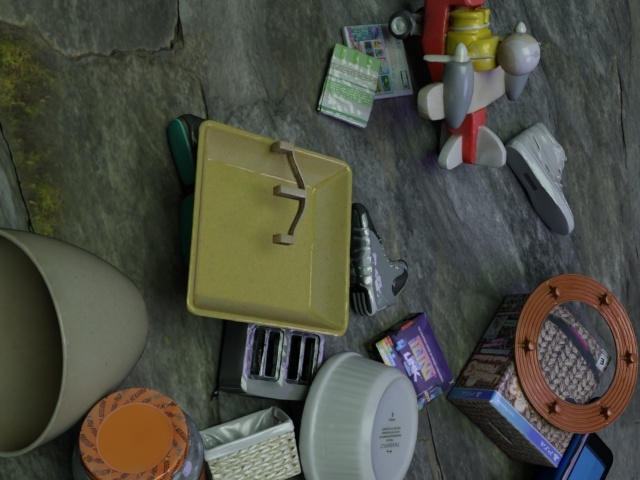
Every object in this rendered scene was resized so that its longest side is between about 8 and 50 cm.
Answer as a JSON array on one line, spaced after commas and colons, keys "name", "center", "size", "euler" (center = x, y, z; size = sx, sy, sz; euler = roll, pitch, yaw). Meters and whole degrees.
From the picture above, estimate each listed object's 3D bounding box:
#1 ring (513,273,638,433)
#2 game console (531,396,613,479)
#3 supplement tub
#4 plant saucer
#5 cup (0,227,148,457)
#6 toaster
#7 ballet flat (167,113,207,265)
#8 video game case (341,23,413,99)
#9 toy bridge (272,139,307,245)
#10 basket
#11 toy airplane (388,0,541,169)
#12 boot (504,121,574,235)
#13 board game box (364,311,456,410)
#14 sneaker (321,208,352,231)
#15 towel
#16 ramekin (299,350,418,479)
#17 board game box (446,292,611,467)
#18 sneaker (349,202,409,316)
[{"name": "ring", "center": [0.548, 0.234, 1.854], "size": [0.336, 0.032, 0.337], "euler": [5, 79, -25]}, {"name": "game console", "center": [0.570, 0.525, 1.934], "size": [0.173, 0.250, 0.293], "euler": [33, 66, 6]}, {"name": "supplement tub", "center": [-0.272, 0.366, 1.354], "size": [0.193, 0.316, 0.194], "euler": [3, 52, -4]}, {"name": "plant saucer", "center": [-0.098, -0.009, 1.552], "size": [0.332, 0.081, 0.333], "euler": [13, 72, -36]}, {"name": "cup", "center": [-0.407, 0.139, 1.353], "size": [0.237, 0.331, 0.331], "euler": [-6, 87, -55]}, {"name": "toaster", "center": [-0.093, 0.213, 1.613], "size": [0.168, 0.110, 0.186], "euler": [13, 78, -28]}, {"name": "ballet flat", "center": [-0.207, -0.092, 1.596], "size": [0.096, 0.095, 0.281], "euler": [-4, 86, -39]}, {"name": "video game case", "center": [0.120, -0.377, 1.860], "size": [0.143, 0.019, 0.157], "euler": [-12, 91, -30]}, {"name": "toy bridge", "center": [-0.052, -0.083, 1.537], "size": [0.063, 0.026, 0.188], "euler": [10, 73, -39]}, {"name": "basket", "center": [-0.128, 0.376, 1.558], "size": [0.167, 0.113, 0.103], "euler": [-16, 99, -16]}, {"name": "toy airplane", "center": [0.329, -0.334, 1.827], "size": [0.384, 0.272, 0.386], "euler": [39, 51, -42]}, {"name": "boot", "center": [0.533, -0.147, 2.026], "size": [0.123, 0.095, 0.258], "euler": [-38, 102, -21]}, {"name": "board game box", "center": [0.185, 0.253, 1.806], "size": [0.141, 0.048, 0.170], "euler": [-29, 99, -28]}, {"name": "sneaker", "center": [0.000, 0.000, 1.697], "size": [0.101, 0.106, 0.268], "euler": [14, 79, -29]}, {"name": "towel", "center": [0.059, -0.315, 1.803], "size": [0.113, 0.023, 0.152], "euler": [18, 79, -21]}, {"name": "ramekin", "center": [0.082, 0.344, 1.622], "size": [0.273, 0.127, 0.273], "euler": [-7, 99, -61]}, {"name": "board game box", "center": [0.454, 0.296, 1.903], "size": [0.232, 0.141, 0.291], "euler": [44, 65, -19]}, {"name": "sneaker", "center": [0.114, 0.031, 1.780], "size": [0.132, 0.086, 0.229], "euler": [-12, 100, -35]}]
